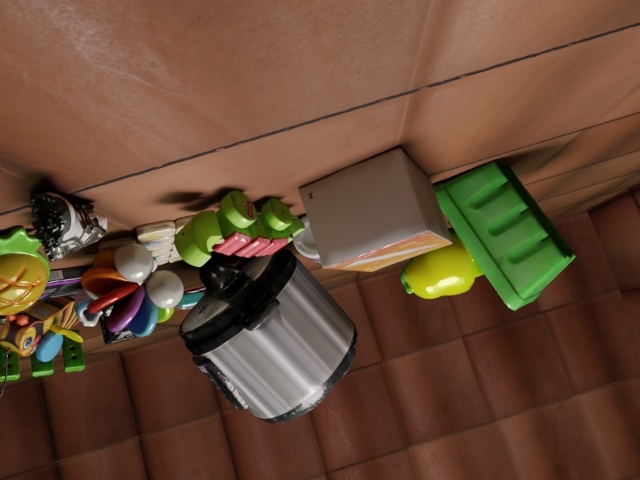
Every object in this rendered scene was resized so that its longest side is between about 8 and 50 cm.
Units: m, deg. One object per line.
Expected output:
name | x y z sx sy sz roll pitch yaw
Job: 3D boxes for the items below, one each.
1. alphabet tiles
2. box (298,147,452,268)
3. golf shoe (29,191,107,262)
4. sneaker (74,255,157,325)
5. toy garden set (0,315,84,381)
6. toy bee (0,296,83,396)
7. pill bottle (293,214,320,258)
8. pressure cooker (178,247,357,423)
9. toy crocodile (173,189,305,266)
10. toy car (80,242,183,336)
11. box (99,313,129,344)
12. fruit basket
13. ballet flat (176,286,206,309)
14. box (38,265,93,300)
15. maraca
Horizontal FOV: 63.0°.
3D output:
alphabet tiles | -0.311 0.007 1.090 0.278 0.021 0.284 -12 169 -22
box | 0.134 -0.046 1.113 0.215 0.168 0.345 -21 169 19
golf shoe | -0.347 -0.030 0.731 0.094 0.077 0.198 -24 -179 -30
sneaker | -0.425 0.105 1.100 0.237 0.086 0.085 -32 162 23
toy garden set | -0.707 0.243 1.240 0.244 0.204 0.049 0 135 -34
toy bee | -0.628 0.201 1.154 0.195 0.298 0.162 10 125 -13
pill bottle | 0.000 0.000 1.304 0.108 0.108 0.193 -18 170 6
pressure cooker | -0.155 0.208 1.363 0.370 0.420 0.375 -31 -162 31
toy crocodile | -0.135 -0.014 0.979 0.115 0.105 0.340 -33 165 22
toy car | -0.361 0.105 0.973 0.159 0.182 0.136 -29 -155 30
box | -0.484 0.160 1.256 0.077 0.147 0.180 -10 168 -32
fruit basket | 0.395 0.024 1.346 0.392 0.392 0.283 -24 168 32
ballet flat | -0.391 0.191 1.804 0.221 0.077 0.079 -9 -174 -14
box | -0.560 0.094 1.122 0.116 0.029 0.162 -6 164 -44
maraca | -0.494 0.048 0.820 0.127 0.099 0.185 -15 145 -39
